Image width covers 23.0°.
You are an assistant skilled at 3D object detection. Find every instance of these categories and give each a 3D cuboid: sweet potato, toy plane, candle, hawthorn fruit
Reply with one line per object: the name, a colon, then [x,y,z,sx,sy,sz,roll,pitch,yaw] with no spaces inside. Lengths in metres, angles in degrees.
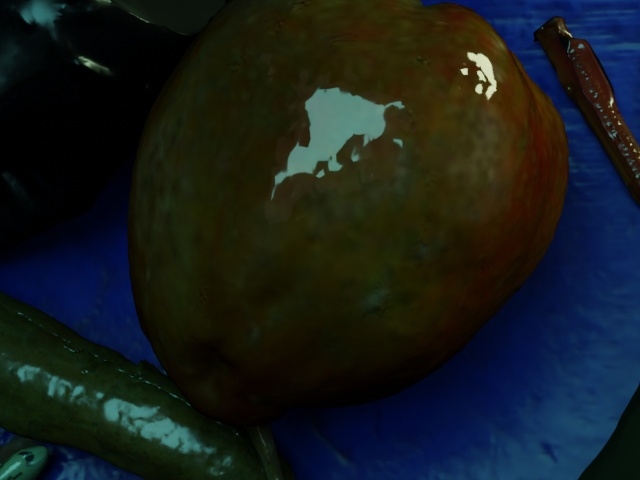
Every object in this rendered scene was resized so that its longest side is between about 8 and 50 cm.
sweet potato: [-0.138,0.080,0.855,0.273,0.075,0.075,19,75,22]
toy plane: [-0.182,0.142,0.866,0.083,0.033,0.080,-37,63,-8]
candle: [0.161,-0.053,0.848,0.026,0.021,0.167,-27,64,6]
hawthorn fruit: [0.000,0.000,0.784,0.211,0.210,0.262,22,88,23]

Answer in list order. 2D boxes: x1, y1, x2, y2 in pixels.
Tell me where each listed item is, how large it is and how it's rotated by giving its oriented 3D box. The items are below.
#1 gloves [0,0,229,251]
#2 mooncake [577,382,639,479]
gloves: [-0.187,-0.073,0.884,0.301,0.152,0.197,-18,24,29]
mooncake: [0.267,0.144,0.570,0.356,0.194,0.356,11,41,-10]
